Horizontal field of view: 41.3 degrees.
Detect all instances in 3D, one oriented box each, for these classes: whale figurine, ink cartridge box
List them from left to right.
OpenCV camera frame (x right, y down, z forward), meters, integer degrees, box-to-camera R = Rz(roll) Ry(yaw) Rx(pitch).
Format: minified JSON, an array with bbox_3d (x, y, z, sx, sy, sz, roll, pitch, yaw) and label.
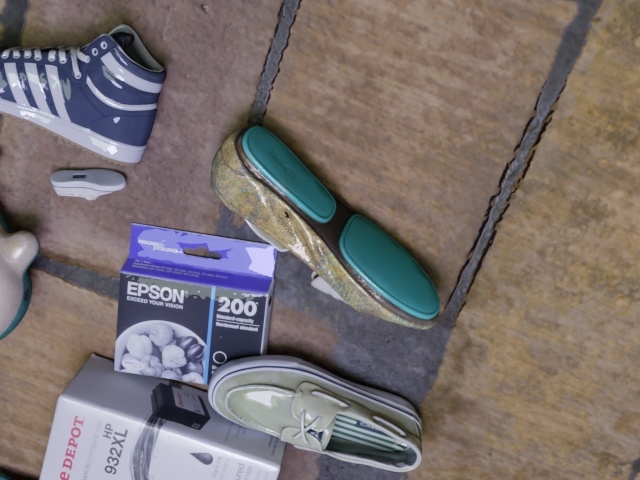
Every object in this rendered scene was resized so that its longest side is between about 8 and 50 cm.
[{"bbox_3d":[-0.468,0.010,1.129,0.216,0.141,0.272,-4,83,7],"label":"whale figurine"},{"bbox_3d":[-0.222,0.325,1.187,0.307,0.129,0.223,19,109,0],"label":"ink cartridge box"},{"bbox_3d":[-0.171,0.093,1.154,0.206,0.045,0.208,8,107,4],"label":"ink cartridge box"}]

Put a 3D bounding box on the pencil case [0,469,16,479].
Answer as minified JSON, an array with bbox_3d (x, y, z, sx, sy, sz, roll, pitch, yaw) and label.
[{"bbox_3d":[-0.425,0.395,1.264,0.152,0.070,0.064,18,73,2],"label":"pencil case"}]

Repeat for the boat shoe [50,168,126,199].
[{"bbox_3d":[-0.305,-0.071,1.124,0.100,0.035,0.035,0,135,2],"label":"boat shoe"}]

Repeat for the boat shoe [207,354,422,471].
[{"bbox_3d":[0.000,0.230,1.129,0.302,0.094,0.109,13,107,-10],"label":"boat shoe"}]

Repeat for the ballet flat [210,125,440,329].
[{"bbox_3d":[0.000,0.000,1.081,0.348,0.123,0.123,42,107,-9],"label":"ballet flat"}]

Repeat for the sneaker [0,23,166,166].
[{"bbox_3d":[-0.326,-0.216,1.040,0.282,0.099,0.153,24,113,-10],"label":"sneaker"}]
